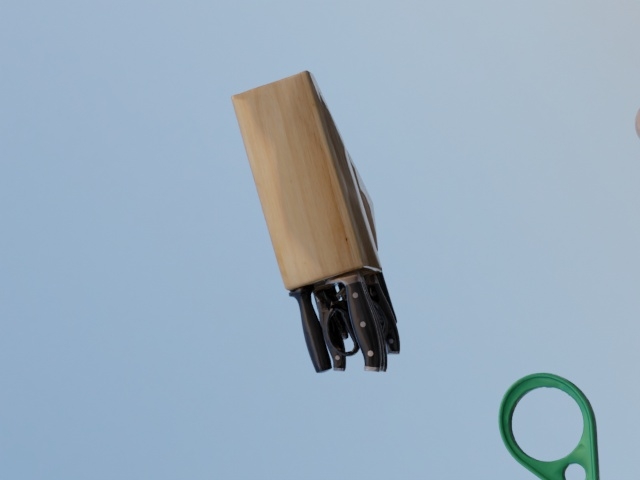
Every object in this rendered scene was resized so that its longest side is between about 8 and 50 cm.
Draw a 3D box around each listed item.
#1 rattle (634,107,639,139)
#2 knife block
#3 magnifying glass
[{"bbox_3d":[0.282,-0.033,0.897,0.200,0.130,0.143,36,159,6],"label":"rattle"},{"bbox_3d":[0.000,0.000,1.513,0.242,0.088,0.275,-94,-18,-51],"label":"knife block"},{"bbox_3d":[0.249,0.233,1.422,0.231,0.092,0.026,63,-167,19],"label":"magnifying glass"}]
